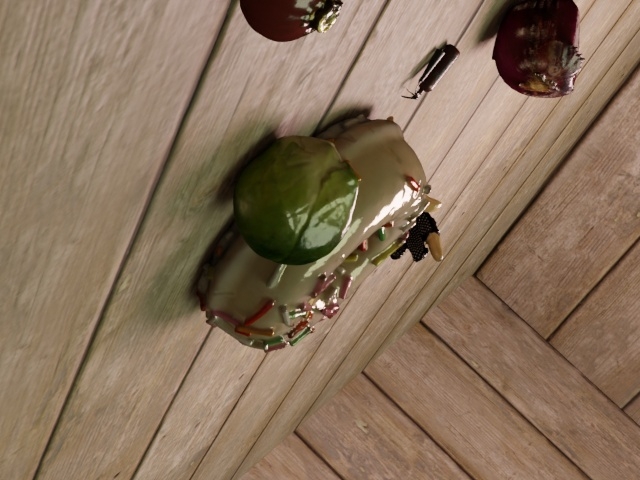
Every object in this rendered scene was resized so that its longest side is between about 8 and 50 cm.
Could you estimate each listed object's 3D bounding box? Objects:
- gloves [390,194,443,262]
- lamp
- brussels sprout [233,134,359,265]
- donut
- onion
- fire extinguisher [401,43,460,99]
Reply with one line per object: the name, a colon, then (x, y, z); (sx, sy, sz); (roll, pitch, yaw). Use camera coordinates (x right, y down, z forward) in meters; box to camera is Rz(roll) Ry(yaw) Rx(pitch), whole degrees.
gloves: (0.124, -0.028, 1.909); (0.129, 0.180, 0.106); (-46, 168, 1)
lamp: (-0.022, -0.213, 1.020); (0.101, 0.090, 0.101); (-45, 170, -11)
brussels sprout: (-0.034, -0.047, 1.438); (0.155, 0.155, 0.117); (-42, -164, -20)
donut: (0.000, 0.000, 1.674); (0.382, 0.142, 0.383); (-44, 166, -13)
onion: (0.332, -0.318, 1.880); (0.173, 0.135, 0.198); (82, 12, -59)
fire extinguisher: (0.157, -0.235, 1.710); (0.100, 0.032, 0.046); (-51, 180, -8)
